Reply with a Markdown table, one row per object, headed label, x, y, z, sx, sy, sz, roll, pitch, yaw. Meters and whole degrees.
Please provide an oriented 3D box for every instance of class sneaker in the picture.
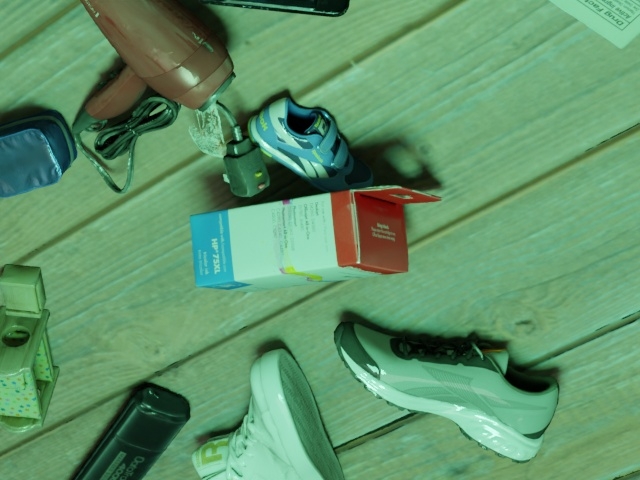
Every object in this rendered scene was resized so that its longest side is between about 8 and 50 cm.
| label | x | y | z | sx | sy | sz | roll | pitch | yaw |
| --- | --- | --- | --- | --- | --- | --- | --- | --- | --- |
| sneaker | -0.082 | 0.246 | 2.084 | 0.169 | 0.108 | 0.292 | -6 | 135 | 12 |
| sneaker | 0.141 | 0.146 | 1.964 | 0.272 | 0.100 | 0.108 | 24 | 110 | -9 |
| sneaker | -0.001 | -0.093 | 1.765 | 0.144 | 0.053 | 0.059 | 29 | 131 | -20 |

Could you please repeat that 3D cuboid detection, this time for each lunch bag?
| label | x | y | z | sx | sy | sz | roll | pitch | yaw |
| --- | --- | --- | --- | --- | --- | --- | --- | --- | --- |
| lunch bag | -0.306 | -0.090 | 1.815 | 0.098 | 0.065 | 0.067 | -13 | 111 | 19 |

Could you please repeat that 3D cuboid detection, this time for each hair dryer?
| label | x | y | z | sx | sy | sz | roll | pitch | yaw |
| --- | --- | --- | --- | --- | --- | --- | --- | --- | --- |
| hair dryer | -0.183 | -0.152 | 1.709 | 0.224 | 0.080 | 0.293 | 3 | 128 | 24 |

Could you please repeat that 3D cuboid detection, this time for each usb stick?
| label | x | y | z | sx | sy | sz | roll | pitch | yaw |
| --- | --- | --- | --- | --- | --- | --- | --- | --- | --- |
| usb stick | -0.246 | 0.271 | 2.185 | 0.077 | 0.045 | 0.278 | 19 | 135 | -19 |

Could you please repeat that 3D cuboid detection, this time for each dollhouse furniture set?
| label | x | y | z | sx | sy | sz | roll | pitch | yaw |
| --- | --- | --- | --- | --- | --- | --- | --- | --- | --- |
| dollhouse furniture set | -0.401 | 0.123 | 2.023 | 0.161 | 0.101 | 0.182 | 4 | 135 | 6 |

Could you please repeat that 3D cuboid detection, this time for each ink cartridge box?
| label | x | y | z | sx | sy | sz | roll | pitch | yaw |
| --- | --- | --- | --- | --- | --- | --- | --- | --- | --- |
| ink cartridge box | 0.000 | 0.000 | 1.786 | 0.231 | 0.078 | 0.134 | -8 | 172 | 24 |

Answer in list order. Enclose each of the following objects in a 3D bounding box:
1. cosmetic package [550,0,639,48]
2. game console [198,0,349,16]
| label | x | y | z | sx | sy | sz | roll | pitch | yaw |
| --- | --- | --- | --- | --- | --- | --- | --- | --- | --- |
| cosmetic package | 0.294 | -0.319 | 1.438 | 0.160 | 0.113 | 0.309 | 31 | 133 | -20 |
| game console | -0.040 | -0.277 | 1.567 | 0.144 | 0.124 | 0.085 | 7 | 162 | 5 |
